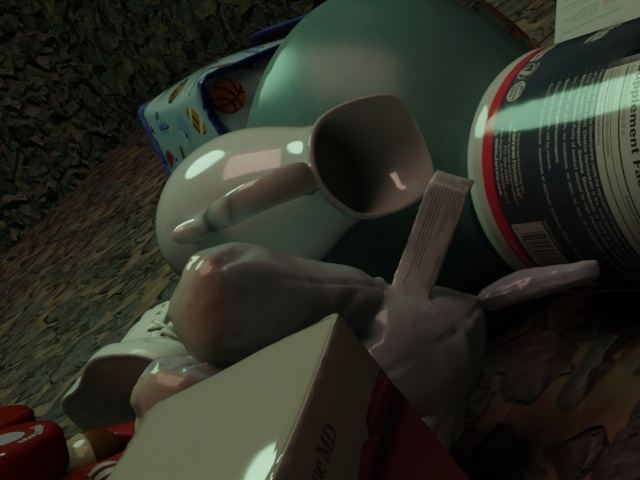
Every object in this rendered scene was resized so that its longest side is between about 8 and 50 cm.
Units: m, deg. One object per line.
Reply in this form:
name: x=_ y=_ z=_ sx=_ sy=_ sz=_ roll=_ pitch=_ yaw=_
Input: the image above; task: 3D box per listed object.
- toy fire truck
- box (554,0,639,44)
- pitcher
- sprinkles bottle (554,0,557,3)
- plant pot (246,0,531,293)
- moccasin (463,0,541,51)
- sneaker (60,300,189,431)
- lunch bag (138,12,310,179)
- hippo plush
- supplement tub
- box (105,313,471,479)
toy fire truck: x=-0.201 y=0.225 z=0.978 sx=0.254 sy=0.169 sz=0.302 roll=-15 pitch=6 yaw=-24
box: x=0.304 y=-0.193 z=1.044 sx=0.130 sy=0.091 sz=0.170 roll=-21 pitch=46 yaw=41
pitcher: x=-0.048 y=-0.025 z=0.788 sx=0.207 sy=0.125 sz=0.178 roll=-21 pitch=-3 yaw=44
sprinkles bottle: x=0.355 y=-0.338 z=1.106 sx=0.121 sy=0.121 sz=0.355 roll=-43 pitch=11 yaw=-18
plant pot: x=0.109 y=-0.068 z=0.932 sx=0.290 sy=0.290 sz=0.195 roll=-43 pitch=35 yaw=-20
moccasin: x=0.216 y=-0.195 z=1.277 sx=0.139 sy=0.147 sz=0.380 roll=-50 pitch=20 yaw=5
sneaker: x=-0.180 y=0.122 z=1.209 sx=0.169 sy=0.108 sz=0.292 roll=-49 pitch=12 yaw=-33
lunch bag: x=-0.052 y=-0.223 z=1.722 sx=0.386 sy=0.238 sz=0.328 roll=-26 pitch=11 yaw=-22
hippo plush: x=-0.011 y=0.092 z=0.759 sx=0.294 sy=0.234 sz=0.236 roll=-61 pitch=10 yaw=-12
supplement tub: x=0.247 y=-0.060 z=0.722 sx=0.191 sy=0.191 sz=0.272 roll=-45 pitch=18 yaw=-25
box: x=0.012 y=0.177 z=0.485 sx=0.127 sy=0.232 sz=0.148 roll=-29 pitch=19 yaw=28
